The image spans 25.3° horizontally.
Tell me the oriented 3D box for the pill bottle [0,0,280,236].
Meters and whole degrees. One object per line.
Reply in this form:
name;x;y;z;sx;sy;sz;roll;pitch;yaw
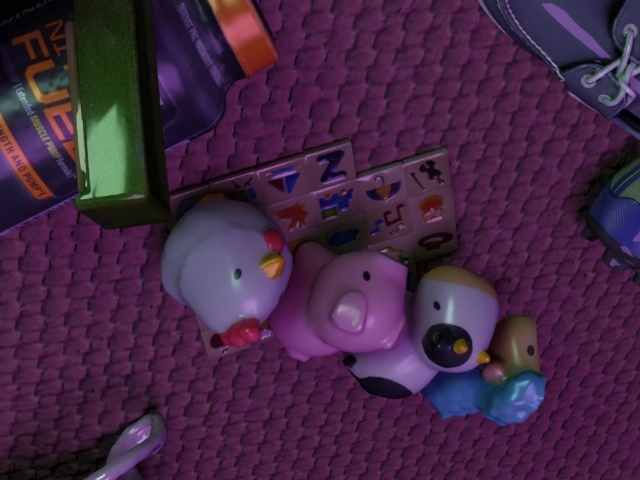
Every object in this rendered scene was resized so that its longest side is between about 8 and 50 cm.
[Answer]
pill bottle;-0.152;-0.105;0.946;0.245;0.130;0.130;-27;135;3

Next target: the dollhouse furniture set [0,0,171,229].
dollhouse furniture set;-0.199;-0.093;0.731;0.197;0.151;0.301;-5;173;2

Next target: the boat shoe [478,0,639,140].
boat shoe;0.240;-0.145;1.089;0.319;0.099;0.116;28;117;-39

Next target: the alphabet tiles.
alphabet tiles;0.000;0.000;1.193;0.237;0.009;0.198;-18;135;-6

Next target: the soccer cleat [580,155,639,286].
soccer cleat;0.359;0.004;1.285;0.289;0.093;0.121;22;113;-37

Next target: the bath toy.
bath toy;0.032;0.064;1.169;0.348;0.129;0.151;22;120;-35

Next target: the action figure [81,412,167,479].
action figure;-0.316;0.306;1.223;0.370;0.248;0.276;0;100;10
